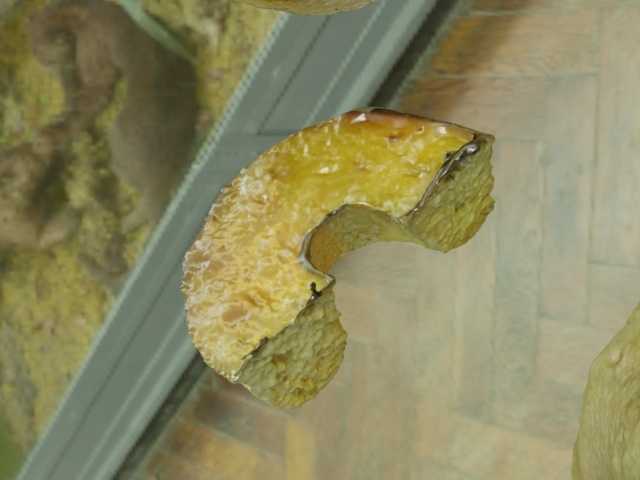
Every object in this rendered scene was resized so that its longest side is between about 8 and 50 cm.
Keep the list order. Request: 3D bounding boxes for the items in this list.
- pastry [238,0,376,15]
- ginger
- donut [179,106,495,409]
[{"bbox_3d":[-0.041,-0.337,0.944,0.164,0.356,0.356,-29,69,38],"label":"pastry"},{"bbox_3d":[0.205,0.110,0.649,0.354,0.126,0.190,92,-178,-83],"label":"ginger"},{"bbox_3d":[0.001,-0.005,0.913,0.259,0.101,0.152,-44,49,-9],"label":"donut"}]
